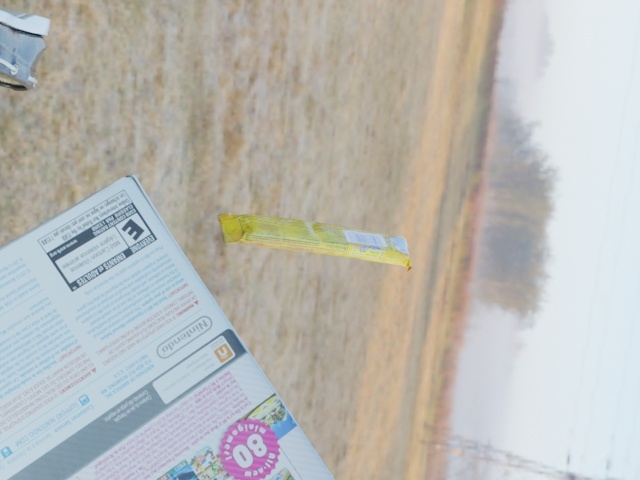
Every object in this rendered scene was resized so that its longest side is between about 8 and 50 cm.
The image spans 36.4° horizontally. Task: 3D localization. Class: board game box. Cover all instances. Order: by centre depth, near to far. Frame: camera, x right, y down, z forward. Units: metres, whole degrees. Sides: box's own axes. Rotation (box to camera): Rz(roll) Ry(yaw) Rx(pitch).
[{"bbox_3d":[-0.119,0.151,0.542,0.303,0.224,0.097,57,-22,-1],"label":"board game box"}]

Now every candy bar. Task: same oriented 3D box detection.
[{"bbox_3d":[0.000,0.000,0.769,0.040,0.162,0.018,-109,-148,-54],"label":"candy bar"}]

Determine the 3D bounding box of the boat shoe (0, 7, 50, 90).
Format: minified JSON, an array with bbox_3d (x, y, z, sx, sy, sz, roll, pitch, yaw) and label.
[{"bbox_3d":[-0.352,-0.190,0.957,0.302,0.114,0.091,-28,129,-75],"label":"boat shoe"}]
